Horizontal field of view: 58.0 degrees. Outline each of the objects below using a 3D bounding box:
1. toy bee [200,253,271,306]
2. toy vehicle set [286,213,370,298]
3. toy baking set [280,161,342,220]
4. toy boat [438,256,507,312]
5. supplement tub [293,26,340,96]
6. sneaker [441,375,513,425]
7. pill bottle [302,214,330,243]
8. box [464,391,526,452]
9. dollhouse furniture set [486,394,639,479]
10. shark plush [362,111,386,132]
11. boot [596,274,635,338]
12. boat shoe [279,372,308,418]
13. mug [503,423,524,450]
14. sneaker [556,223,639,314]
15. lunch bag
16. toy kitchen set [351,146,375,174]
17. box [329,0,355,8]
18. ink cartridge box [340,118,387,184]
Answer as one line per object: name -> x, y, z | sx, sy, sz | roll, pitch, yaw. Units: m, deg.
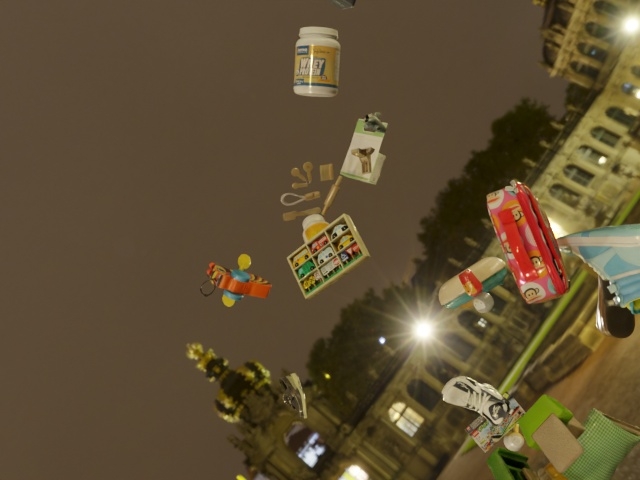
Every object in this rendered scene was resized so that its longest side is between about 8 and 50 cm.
toy bee -> -0.324, 0.128, 2.070 | 0.195, 0.162, 0.298 | -51, -42, -3
toy vehicle set -> 0.022, 0.056, 1.914 | 0.267, 0.166, 0.035 | -38, -25, 23
toy baking set -> -0.037, -0.177, 2.134 | 0.030, 0.197, 0.256 | -115, 43, -66
toy boat -> 0.536, 0.168, 1.995 | 0.267, 0.148, 0.318 | -34, -9, 12
supplement tub -> -0.011, -0.564, 1.836 | 0.144, 0.144, 0.199 | -15, -70, -60
sneaker -> 0.498, 0.500, 1.781 | 0.235, 0.153, 0.094 | 23, -88, -31
pill bottle -> 0.000, 0.000, 2.178 | 0.118, 0.208, 0.117 | -12, -44, -12
box -> 0.633, 0.656, 2.085 | 0.207, 0.114, 0.036 | -42, 19, -2
dollhouse furniture set -> 0.503, 0.440, 1.088 | 0.302, 0.151, 0.197 | 24, -70, -26
shark plush -> 0.185, -0.401, 1.953 | 0.073, 0.067, 0.161 | -42, -11, 6
boot -> 0.822, 0.120, 1.631 | 0.115, 0.112, 0.305 | 64, -146, -82
boat shoe -> -0.097, 0.554, 2.045 | 0.073, 0.223, 0.080 | -9, -64, -12
mug -> 0.624, 0.639, 1.863 | 0.062, 0.078, 0.064 | -21, -24, 0
sneaker -> 0.699, 0.072, 1.399 | 0.127, 0.208, 0.319 | -13, 1, -11
lunch bag -> 0.497, 0.007, 1.397 | 0.120, 0.293, 0.258 | -24, -14, 25
toy kitchen set -> 0.160, -0.284, 2.038 | 0.083, 0.068, 0.075 | 13, -108, -54
box -> 0.016, -0.745, 1.508 | 0.233, 0.059, 0.183 | 18, -89, -38
ink cartridge box -> 0.184, -0.354, 2.289 | 0.056, 0.171, 0.235 | 18, -87, -43
